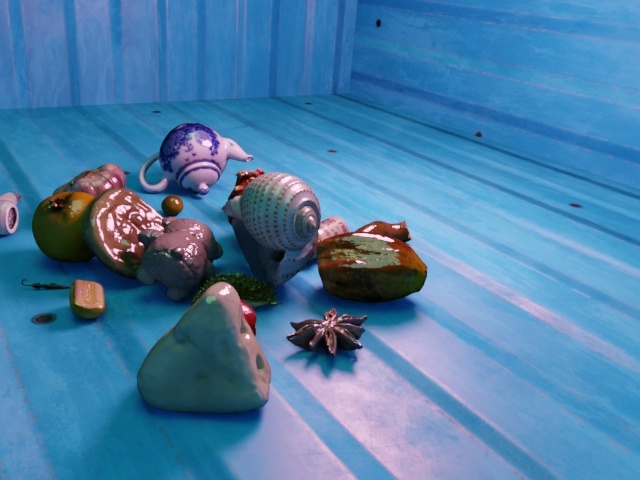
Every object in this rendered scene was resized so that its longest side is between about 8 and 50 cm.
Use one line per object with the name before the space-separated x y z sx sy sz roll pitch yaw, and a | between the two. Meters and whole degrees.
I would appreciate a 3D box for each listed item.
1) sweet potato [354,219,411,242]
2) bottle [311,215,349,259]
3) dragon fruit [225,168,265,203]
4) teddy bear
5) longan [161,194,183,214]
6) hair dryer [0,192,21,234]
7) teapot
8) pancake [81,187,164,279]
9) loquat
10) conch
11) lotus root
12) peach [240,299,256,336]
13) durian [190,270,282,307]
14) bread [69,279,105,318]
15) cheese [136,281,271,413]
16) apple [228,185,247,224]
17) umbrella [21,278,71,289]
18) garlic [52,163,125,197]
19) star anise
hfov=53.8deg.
sweet potato | 0.169 -0.009 1.959 0.286 0.085 0.112 -17 36 -40
bottle | 0.000 0.000 1.885 0.110 0.097 0.209 -10 12 38
dragon fruit | -0.234 -0.159 2.122 0.167 0.172 0.160 -1 24 -10
teddy bear | -0.366 0.037 1.646 0.236 0.151 0.267 34 17 -13
longan | -0.499 -0.115 2.118 0.075 0.075 0.083 -14 -12 -36
hair dryer | -1.003 -0.109 1.980 0.173 0.107 0.357 5 17 -5
teapot | -0.462 -0.283 2.323 0.424 0.252 0.280 -18 64 -5
pancake | -0.508 -0.019 1.697 0.049 0.294 0.294 -33 6 29
loquat | -0.677 -0.039 1.721 0.208 0.208 0.208 4 23 -2
conch | -0.114 -0.040 1.684 0.215 0.302 0.319 -15 22 -22
lotus root | 0.133 0.078 1.667 0.291 0.193 0.193 3 23 3
peach | -0.218 0.187 1.416 0.151 0.151 0.118 -3 -20 -17
durian | -0.213 0.121 1.580 0.221 0.095 0.137 1 23 -16
bread | -0.558 0.145 1.501 0.082 0.056 0.115 12 29 -33
cheese | -0.241 0.211 1.224 0.248 0.251 0.173 -11 22 4
apple | -0.165 -0.077 1.911 0.230 0.229 0.230 4 23 -2
umbrella | -0.692 0.116 1.597 0.122 0.022 0.013 10 -4 -14
garlic | -0.727 -0.140 2.015 0.245 0.160 0.245 -28 21 12
star anise | 0.014 0.213 1.449 0.183 0.065 0.195 4 27 10
